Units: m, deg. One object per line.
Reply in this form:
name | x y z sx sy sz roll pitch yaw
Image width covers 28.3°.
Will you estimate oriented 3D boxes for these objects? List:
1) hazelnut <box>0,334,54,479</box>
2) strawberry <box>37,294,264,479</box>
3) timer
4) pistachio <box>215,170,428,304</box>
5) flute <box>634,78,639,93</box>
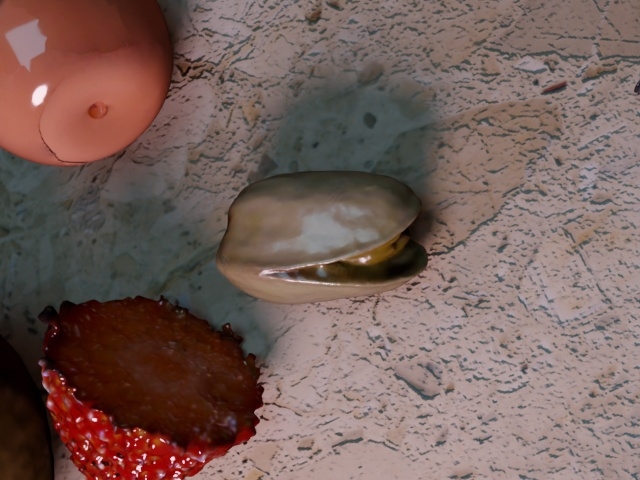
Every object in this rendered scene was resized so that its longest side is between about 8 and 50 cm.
hazelnut | -0.447 0.237 1.253 0.353 0.421 0.420 -7 76 -17
strawberry | -0.187 0.171 1.230 0.234 0.234 0.178 41 119 24
timer | -0.269 -0.196 1.303 0.230 0.230 0.215 -43 58 13
pistachio | 0.000 0.000 1.204 0.206 0.131 0.129 -3 123 23
flute | 0.359 -0.061 1.108 0.027 0.027 0.233 -43 67 13
